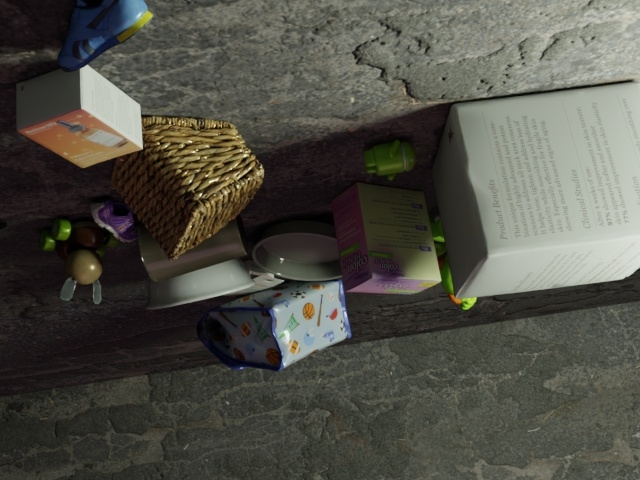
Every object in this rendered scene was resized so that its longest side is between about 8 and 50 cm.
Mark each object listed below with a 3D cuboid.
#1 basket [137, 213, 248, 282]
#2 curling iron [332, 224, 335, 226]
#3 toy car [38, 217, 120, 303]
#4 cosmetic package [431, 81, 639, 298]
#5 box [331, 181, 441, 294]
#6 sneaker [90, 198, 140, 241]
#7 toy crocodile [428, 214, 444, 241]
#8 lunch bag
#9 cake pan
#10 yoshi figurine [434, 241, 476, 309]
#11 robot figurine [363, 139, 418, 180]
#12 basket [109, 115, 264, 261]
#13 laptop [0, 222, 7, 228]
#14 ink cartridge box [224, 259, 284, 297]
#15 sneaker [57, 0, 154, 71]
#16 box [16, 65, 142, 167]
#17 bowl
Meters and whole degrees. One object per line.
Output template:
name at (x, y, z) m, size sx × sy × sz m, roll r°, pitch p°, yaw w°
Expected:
basket at (-0.298, 0.000, 1.799) m, size 0.227 × 0.154 × 0.204 m, roll -14°, pitch -177°, yaw 0°
curling iron at (0.000, 0.000, 2.083) m, size 0.068 × 0.035 × 0.274 m, roll 6°, pitch 156°, yaw -35°
toy car at (-0.570, 0.058, 1.786) m, size 0.155 × 0.188 × 0.149 m, roll 10°, pitch 154°, yaw -40°
cosmetic package at (0.468, -0.093, 1.573) m, size 0.393 × 0.329 × 0.327 m, roll -7°, pitch 161°, yaw -2°
box at (0.158, 0.000, 1.837) m, size 0.213 × 0.243 × 0.117 m, roll 4°, pitch 157°, yaw -34°
sneaker at (-0.454, -0.047, 1.727) m, size 0.071 × 0.068 × 0.170 m, roll -19°, pitch 158°, yaw 13°
toy crocodile at (0.399, -0.079, 1.931) m, size 0.115 × 0.105 × 0.340 m, roll 7°, pitch 151°, yaw -36°
lunch bag at (-0.154, 0.261, 2.357) m, size 0.385 × 0.239 × 0.328 m, roll -1°, pitch -169°, yaw 43°
cake pan at (-0.039, 0.028, 2.037) m, size 0.293 × 0.054 × 0.293 m, roll 2°, pitch 153°, yaw 1°
yoshi figurine at (0.410, 0.099, 2.240) m, size 0.203 × 0.203 × 0.362 m, roll 16°, pitch 169°, yaw 1°
robot figurine at (0.152, -0.175, 1.604) m, size 0.115 × 0.067 × 0.101 m, roll -8°, pitch 149°, yaw 0°
basket at (-0.262, -0.137, 1.510) m, size 0.213 × 0.223 × 0.299 m, roll -36°, pitch 175°, yaw -29°
laptop at (-0.868, -0.052, 1.623) m, size 0.234 × 0.136 × 0.264 m, roll -12°, pitch -174°, yaw 13°
ink cartridge box at (-0.219, 0.112, 2.264) m, size 0.198 × 0.067 × 0.115 m, roll -19°, pitch 158°, yaw 32°
sneaker at (-0.325, -0.307, 1.070) m, size 0.209 × 0.069 × 0.082 m, roll -14°, pitch 129°, yaw 42°
box at (-0.400, -0.206, 1.259) m, size 0.130 × 0.091 × 0.170 m, roll -14°, pitch 160°, yaw 17°
bowl at (-0.328, 0.083, 1.977) m, size 0.298 × 0.134 × 0.298 m, roll -13°, pitch -178°, yaw 0°
